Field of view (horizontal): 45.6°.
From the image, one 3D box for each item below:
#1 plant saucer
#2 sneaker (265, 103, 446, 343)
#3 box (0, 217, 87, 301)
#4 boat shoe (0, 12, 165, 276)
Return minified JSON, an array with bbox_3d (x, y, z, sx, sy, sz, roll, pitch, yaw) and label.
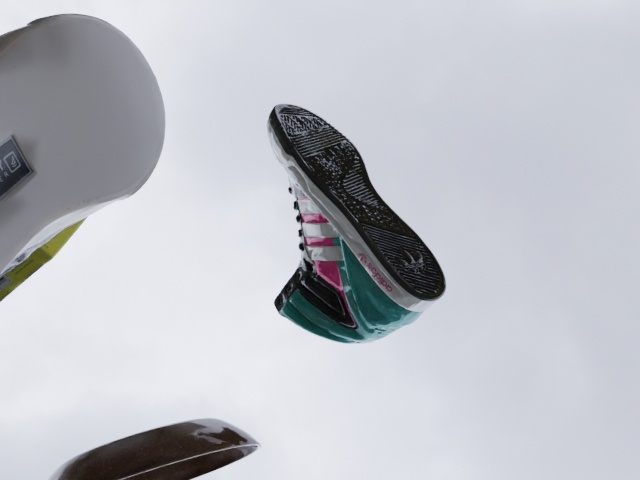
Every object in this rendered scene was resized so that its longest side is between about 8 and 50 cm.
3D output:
[{"bbox_3d":[-0.150,0.192,0.653,0.198,0.198,0.036,-20,-109,4],"label":"plant saucer"},{"bbox_3d":[0.000,0.000,0.871,0.296,0.123,0.178,56,-51,24],"label":"sneaker"},{"bbox_3d":[-0.240,-0.035,0.684,0.087,0.058,0.232,-35,-160,22],"label":"box"},{"bbox_3d":[-0.226,-0.035,0.442,0.158,0.127,0.340,-12,-158,21],"label":"boat shoe"}]
